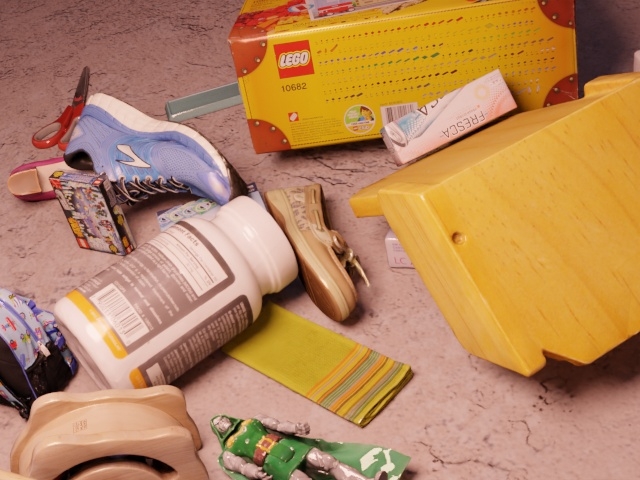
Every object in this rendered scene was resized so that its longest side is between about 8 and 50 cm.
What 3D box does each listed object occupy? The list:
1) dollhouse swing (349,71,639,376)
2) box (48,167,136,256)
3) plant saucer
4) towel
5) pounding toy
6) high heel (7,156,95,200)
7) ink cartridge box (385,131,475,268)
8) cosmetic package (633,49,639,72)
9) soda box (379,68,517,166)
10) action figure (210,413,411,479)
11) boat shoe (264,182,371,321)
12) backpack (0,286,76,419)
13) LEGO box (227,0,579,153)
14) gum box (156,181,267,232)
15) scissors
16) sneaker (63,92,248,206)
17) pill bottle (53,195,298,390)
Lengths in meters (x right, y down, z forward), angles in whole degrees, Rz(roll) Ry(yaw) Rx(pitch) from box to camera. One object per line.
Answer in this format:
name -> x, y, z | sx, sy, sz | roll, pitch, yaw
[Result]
dollhouse swing -> 0.255, -0.016, 1.189 | 0.347, 0.305, 0.315 | -28, 84, -19
box -> -0.334, -0.040, 1.408 | 0.094, 0.137, 0.027 | 9, 44, 27
plant saucer -> -0.188, -0.258, 1.736 | 0.192, 0.018, 0.067 | -17, 38, -6
towel -> -0.009, 0.146, 1.180 | 0.237, 0.021, 0.102 | 22, 49, 36
pounding toy -> -0.249, 0.264, 1.015 | 0.270, 0.154, 0.155 | -2, 35, -17
high heel -> -0.389, -0.106, 1.579 | 0.244, 0.082, 0.117 | -14, 8, -10
ink cartridge box -> 0.220, -0.074, 1.361 | 0.186, 0.065, 0.311 | 4, 39, 20
cosmetic package -> 0.555, -0.204, 1.407 | 0.117, 0.085, 0.231 | -13, 37, 0
soda box -> 0.178, -0.171, 1.344 | 0.183, 0.063, 0.058 | -27, 1, -4
action figure -> -0.035, 0.241, 1.042 | 0.232, 0.063, 0.137 | 16, 49, 36
boat shoe -> 0.000, 0.000, 1.291 | 0.089, 0.104, 0.285 | -22, 38, -7
backpack -> -0.404, 0.120, 1.200 | 0.158, 0.173, 0.117 | 11, 44, 28
LEGO box -> 0.135, -0.327, 1.546 | 0.500, 0.193, 0.372 | -7, 29, 7
gum box -> -0.145, 0.000, 1.383 | 0.157, 0.041, 0.184 | -18, 39, -7
scissors -> -0.449, -0.255, 1.807 | 0.109, 0.021, 0.297 | -3, 38, 16
sneaker -> -0.252, -0.101, 1.434 | 0.330, 0.130, 0.147 | 22, 73, 30
pill bottle -> -0.175, 0.071, 1.197 | 0.278, 0.162, 0.162 | -35, 43, -22
